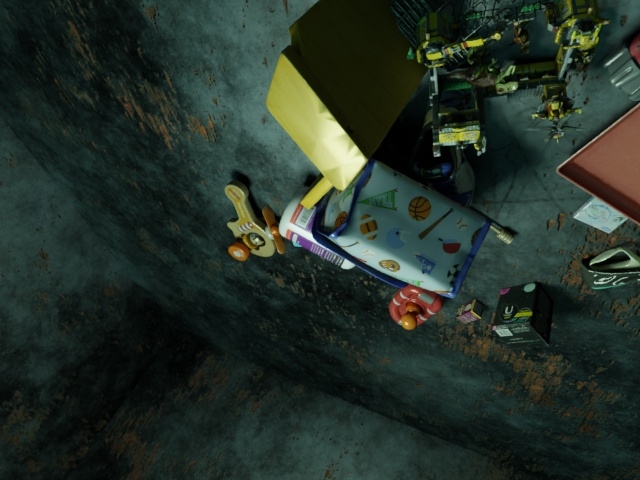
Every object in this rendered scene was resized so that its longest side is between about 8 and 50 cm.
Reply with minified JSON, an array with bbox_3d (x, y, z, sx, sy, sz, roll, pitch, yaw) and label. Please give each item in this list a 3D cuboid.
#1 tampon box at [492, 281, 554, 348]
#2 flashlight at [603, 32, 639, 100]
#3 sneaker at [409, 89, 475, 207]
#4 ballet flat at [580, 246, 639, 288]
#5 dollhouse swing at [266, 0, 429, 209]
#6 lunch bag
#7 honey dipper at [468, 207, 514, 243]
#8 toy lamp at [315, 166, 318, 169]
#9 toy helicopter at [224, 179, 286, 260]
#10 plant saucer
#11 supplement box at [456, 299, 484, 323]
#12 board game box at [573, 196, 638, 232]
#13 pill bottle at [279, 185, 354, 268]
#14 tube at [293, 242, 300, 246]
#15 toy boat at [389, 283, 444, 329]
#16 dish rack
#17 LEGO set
[{"bbox_3d":[0.607,0.224,1.249,0.101,0.161,0.120,44,142,-18],"label":"tampon box"},{"bbox_3d":[0.583,-0.340,0.604,0.103,0.103,0.304,64,152,12],"label":"flashlight"},{"bbox_3d":[0.277,-0.172,0.980,0.128,0.182,0.315,9,140,30],"label":"sneaker"},{"bbox_3d":[0.762,0.055,0.990,0.280,0.095,0.096,-22,108,49],"label":"ballet flat"},{"bbox_3d":[0.016,-0.290,0.885,0.315,0.346,0.305,47,146,-22],"label":"dollhouse swing"},{"bbox_3d":[0.163,-0.029,1.063,0.328,0.238,0.385,28,-179,-12],"label":"lunch bag"},{"bbox_3d":[0.454,-0.047,1.141,0.161,0.030,0.030,34,145,-1],"label":"honey dipper"},{"bbox_3d":[0.115,-0.182,1.179,0.275,0.080,0.080,22,145,12],"label":"toy lamp"},{"bbox_3d":[-0.251,-0.069,1.545,0.235,0.140,0.355,9,138,25],"label":"toy helicopter"},{"bbox_3d":[0.669,-0.161,0.823,0.258,0.047,0.259,32,145,-1],"label":"plant saucer"},{"bbox_3d":[0.516,0.245,1.437,0.043,0.055,0.083,36,144,-5],"label":"supplement box"},{"bbox_3d":[0.660,-0.066,0.970,0.090,0.020,0.090,26,145,6],"label":"board game box"},{"bbox_3d":[0.042,-0.029,1.333,0.323,0.181,0.181,28,145,4],"label":"pill bottle"},{"bbox_3d":[0.000,0.000,1.525,0.207,0.052,0.080,2,148,27],"label":"tube"},{"bbox_3d":[0.330,0.253,1.498,0.151,0.151,0.231,30,145,2],"label":"toy boat"},{"bbox_3d":[0.269,-0.445,0.746,0.208,0.074,0.271,42,145,-14],"label":"dish rack"},{"bbox_3d":[0.317,-0.265,0.734,0.332,0.192,0.255,1,159,9],"label":"LEGO set"}]
